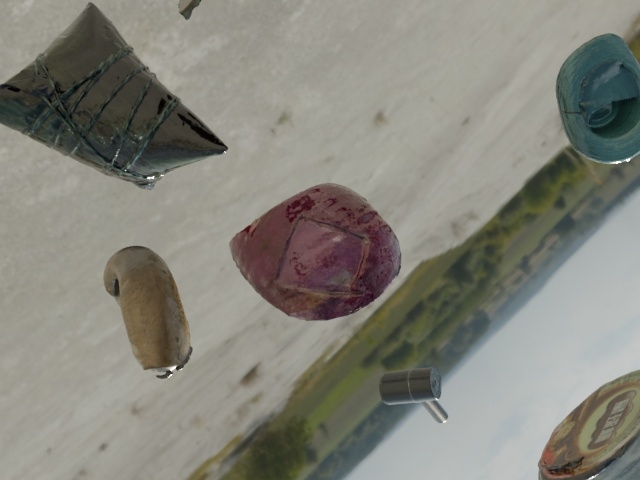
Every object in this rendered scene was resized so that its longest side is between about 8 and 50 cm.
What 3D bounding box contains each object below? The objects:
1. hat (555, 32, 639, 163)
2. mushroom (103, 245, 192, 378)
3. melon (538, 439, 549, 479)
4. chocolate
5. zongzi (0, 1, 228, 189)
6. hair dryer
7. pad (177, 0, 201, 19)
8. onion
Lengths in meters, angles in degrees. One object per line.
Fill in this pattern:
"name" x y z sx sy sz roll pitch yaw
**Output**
"hat" 0.410 -0.208 1.269 0.138 0.191 0.078 -25 -161 -2
"mushroom" -0.192 0.064 0.959 0.072 0.094 0.210 -22 -154 -15
"melon" 0.534 0.423 1.497 0.272 0.307 0.272 17 90 -81
"chocolate" 0.385 0.280 1.093 0.221 0.147 0.221 -38 -178 2
"zongzi" -0.344 -0.226 1.578 0.362 0.383 0.319 -1 -131 47
"hair dryer" 0.227 0.353 1.916 0.124 0.219 0.072 -12 -130 29
"pad" -0.127 -0.480 1.357 0.286 0.018 0.284 -48 -158 14
"onion" 0.000 0.000 1.399 0.250 0.247 0.111 -30 145 -19
